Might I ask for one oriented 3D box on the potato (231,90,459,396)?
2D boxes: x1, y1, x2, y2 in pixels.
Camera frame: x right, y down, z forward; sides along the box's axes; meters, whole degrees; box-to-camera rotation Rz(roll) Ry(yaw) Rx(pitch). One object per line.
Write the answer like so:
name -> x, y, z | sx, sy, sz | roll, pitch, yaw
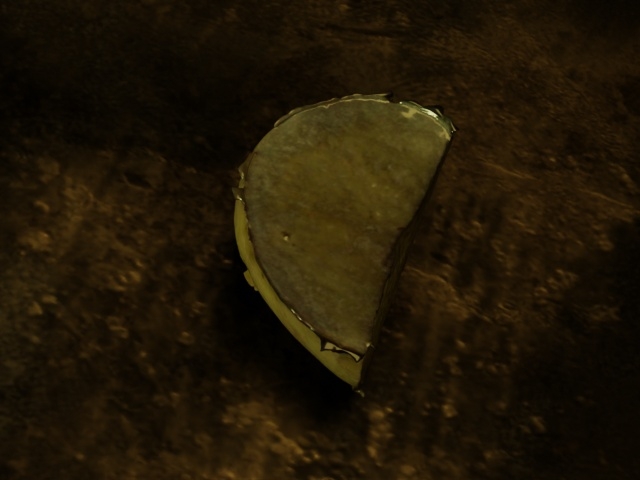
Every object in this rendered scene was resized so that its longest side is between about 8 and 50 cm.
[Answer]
potato -> 0.000, 0.000, 1.272 | 0.138, 0.098, 0.243 | 20, 50, 5
